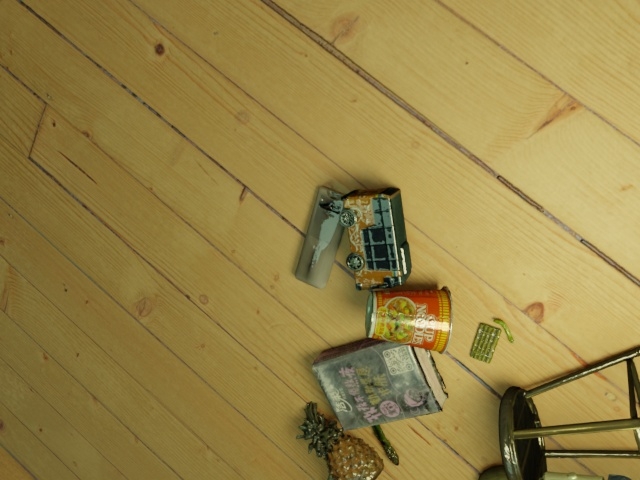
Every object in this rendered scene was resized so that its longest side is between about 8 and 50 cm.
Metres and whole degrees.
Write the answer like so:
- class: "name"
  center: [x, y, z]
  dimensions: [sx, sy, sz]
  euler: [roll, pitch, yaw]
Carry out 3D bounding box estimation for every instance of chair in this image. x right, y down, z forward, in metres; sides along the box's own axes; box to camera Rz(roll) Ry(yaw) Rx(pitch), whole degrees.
- class: "chair"
  center: [0.688, 0.498, 1.345]
  dimensions: [0.410, 0.364, 0.362]
  euler: [-15, 101, 32]

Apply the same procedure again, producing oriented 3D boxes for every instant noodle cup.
- class: "instant noodle cup"
  center: [0.236, 0.209, 1.494]
  dimensions: [0.212, 0.193, 0.193]
  euler: [5, 110, -1]

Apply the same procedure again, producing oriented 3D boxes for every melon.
- class: "melon"
  center: [0.533, 0.725, 1.617]
  dimensions: [0.130, 0.098, 0.098]
  euler: [-33, 92, 29]

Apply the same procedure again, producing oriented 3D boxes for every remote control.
- class: "remote control"
  center: [0.000, 0.000, 1.643]
  dimensions: [0.109, 0.055, 0.313]
  euler: [23, 114, 15]

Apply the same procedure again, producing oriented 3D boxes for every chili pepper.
- class: "chili pepper"
  center: [0.515, 0.250, 1.512]
  dimensions: [0.083, 0.030, 0.017]
  euler: [57, 137, 4]

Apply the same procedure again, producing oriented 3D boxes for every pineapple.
- class: "pineapple"
  center: [0.044, 0.662, 1.760]
  dimensions: [0.340, 0.169, 0.169]
  euler: [39, 119, 30]

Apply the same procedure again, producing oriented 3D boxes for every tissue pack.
- class: "tissue pack"
  center: [0.176, 0.431, 1.672]
  dimensions: [0.361, 0.122, 0.259]
  euler: [-24, 94, 30]

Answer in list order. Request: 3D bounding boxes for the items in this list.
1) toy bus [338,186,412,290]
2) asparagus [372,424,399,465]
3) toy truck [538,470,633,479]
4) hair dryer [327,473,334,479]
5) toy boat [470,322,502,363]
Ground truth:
- class: "toy bus"
  center: [0.160, -0.005, 1.527]
  dimensions: [0.167, 0.138, 0.275]
  euler: [-4, 103, 23]
- class: "asparagus"
  center: [0.216, 0.667, 1.777]
  dimensions: [0.036, 0.030, 0.165]
  euler: [-29, 93, 18]
- class: "toy truck"
  center: [0.582, 0.553, 1.185]
  dimensions: [0.201, 0.074, 0.088]
  euler: [-11, 93, 36]
- class: "hair dryer"
  center: [0.140, 0.791, 1.835]
  dimensions: [0.225, 0.088, 0.219]
  euler: [11, 107, 7]
- class: "toy boat"
  center: [0.473, 0.294, 1.552]
  dimensions: [0.063, 0.016, 0.115]
  euler: [18, 112, 17]
